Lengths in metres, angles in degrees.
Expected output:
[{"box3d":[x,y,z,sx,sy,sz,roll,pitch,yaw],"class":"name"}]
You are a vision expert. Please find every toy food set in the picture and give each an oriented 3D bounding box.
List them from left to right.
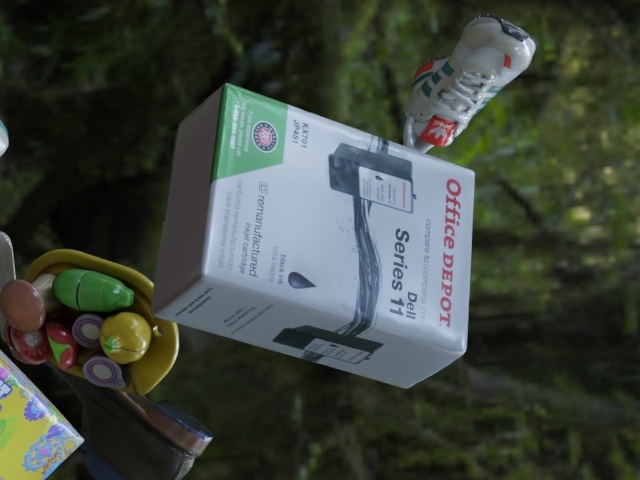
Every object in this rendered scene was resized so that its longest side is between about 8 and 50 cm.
[{"box3d":[-0.240,0.079,1.554,0.071,0.218,0.128,-31,131,-56],"class":"toy food set"}]

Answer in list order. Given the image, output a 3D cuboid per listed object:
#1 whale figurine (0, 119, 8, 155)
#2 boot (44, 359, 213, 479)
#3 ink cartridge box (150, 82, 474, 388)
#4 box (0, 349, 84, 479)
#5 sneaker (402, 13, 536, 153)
[{"box3d":[-0.368,-0.117,1.407,0.272,0.216,0.141,109,-13,-50],"class":"whale figurine"},{"box3d":[-0.222,0.174,1.639,0.106,0.219,0.082,-57,165,2],"class":"boot"},{"box3d":[0.000,0.000,1.168,0.087,0.208,0.153,-35,-136,53],"class":"ink cartridge box"},{"box3d":[-0.394,0.161,1.379,0.177,0.279,0.290,41,-11,29],"class":"box"},{"box3d":[0.106,-0.108,1.242,0.161,0.057,0.075,-33,-146,64],"class":"sneaker"}]
